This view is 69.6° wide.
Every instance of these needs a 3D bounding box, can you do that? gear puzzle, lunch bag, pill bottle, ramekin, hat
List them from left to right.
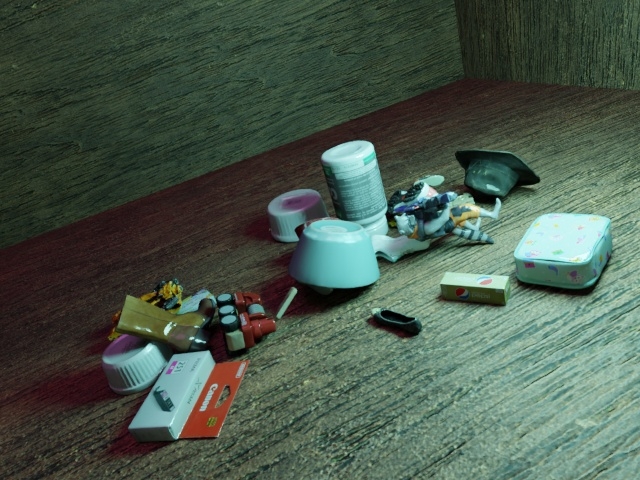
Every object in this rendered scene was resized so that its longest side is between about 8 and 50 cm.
[{"bbox_3d":[-0.579,0.367,1.443,0.207,0.109,0.207,-14,26,7],"label":"ramekin"},{"bbox_3d":[-0.105,-0.120,2.055,0.277,0.135,0.277,-12,29,7],"label":"ramekin"},{"bbox_3d":[0.142,-0.180,1.774,0.204,0.361,0.204,-14,26,7],"label":"pill bottle"},{"bbox_3d":[0.434,-0.097,1.801,0.339,0.044,0.175,-14,28,14],"label":"gear puzzle"},{"bbox_3d":[0.650,-0.231,1.765,0.331,0.331,0.134,20,81,51],"label":"hat"},{"bbox_3d":[0.691,0.023,1.320,0.224,0.108,0.279,2,30,44],"label":"lunch bag"}]

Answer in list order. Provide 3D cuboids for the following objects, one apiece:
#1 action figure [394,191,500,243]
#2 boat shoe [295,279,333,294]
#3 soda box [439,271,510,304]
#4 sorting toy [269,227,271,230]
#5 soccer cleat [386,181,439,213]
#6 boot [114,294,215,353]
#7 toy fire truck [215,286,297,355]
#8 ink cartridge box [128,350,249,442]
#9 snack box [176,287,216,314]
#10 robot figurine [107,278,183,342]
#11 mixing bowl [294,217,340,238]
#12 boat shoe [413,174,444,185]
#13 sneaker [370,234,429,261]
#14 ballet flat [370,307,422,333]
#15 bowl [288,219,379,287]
[{"bbox_3d":[0.410,-0.064,1.500,0.330,0.178,0.341,-5,-1,-2],"label":"action figure"},{"bbox_3d":[-0.016,0.125,1.600,0.070,0.077,0.219,-33,28,-26],"label":"boat shoe"},{"bbox_3d":[0.440,0.135,1.315,0.181,0.058,0.061,3,33,34],"label":"soda box"},{"bbox_3d":[-0.203,-0.065,2.162,0.062,0.012,0.083,9,36,42],"label":"sorting toy"},{"bbox_3d":[0.352,-0.141,1.787,0.108,0.116,0.318,-61,13,-14],"label":"soccer cleat"},{"bbox_3d":[-0.494,0.242,1.490,0.280,0.096,0.264,21,34,-15],"label":"boot"},{"bbox_3d":[-0.198,0.224,1.464,0.246,0.158,0.217,-11,24,-13],"label":"toy fire truck"},{"bbox_3d":[-0.350,0.416,1.264,0.239,0.060,0.275,-11,27,17],"label":"ink cartridge box"},{"bbox_3d":[-0.469,0.239,1.706,0.141,0.037,0.100,-31,29,-24],"label":"snack box"},{"bbox_3d":[-0.620,0.253,1.667,0.291,0.085,0.211,-31,30,-2],"label":"robot figurine"},{"bbox_3d":[0.000,-0.010,1.736,0.181,0.098,0.181,-11,-14,-3],"label":"mixing bowl"},{"bbox_3d":[0.492,-0.271,2.094,0.137,0.049,0.043,-13,24,20],"label":"boat shoe"},{"bbox_3d":[0.275,0.034,1.619,0.212,0.080,0.094,-1,55,15],"label":"sneaker"},{"bbox_3d":[0.214,0.217,1.307,0.173,0.049,0.057,11,37,45],"label":"ballet flat"},{"bbox_3d":[0.050,0.029,1.536,0.312,0.163,0.311,4,16,-1],"label":"bowl"}]
